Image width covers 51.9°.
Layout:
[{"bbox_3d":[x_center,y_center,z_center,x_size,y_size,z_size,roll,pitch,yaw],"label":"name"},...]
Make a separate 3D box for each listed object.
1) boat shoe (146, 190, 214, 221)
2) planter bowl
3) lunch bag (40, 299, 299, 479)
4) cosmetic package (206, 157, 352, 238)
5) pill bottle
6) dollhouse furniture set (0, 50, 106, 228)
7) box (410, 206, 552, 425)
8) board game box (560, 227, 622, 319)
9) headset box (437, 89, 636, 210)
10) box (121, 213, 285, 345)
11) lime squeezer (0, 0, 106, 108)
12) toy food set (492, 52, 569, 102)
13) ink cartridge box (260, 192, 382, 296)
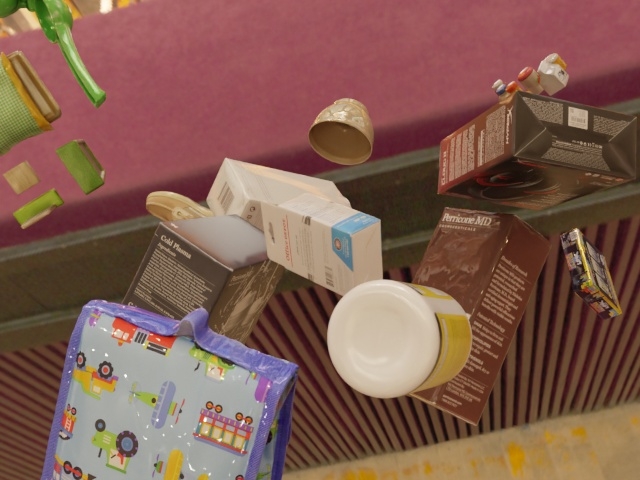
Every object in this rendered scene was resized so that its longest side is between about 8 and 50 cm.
[{"bbox_3d":[-0.397,-0.051,1.978,0.341,0.121,0.110,19,63,20],"label":"boat shoe"},{"bbox_3d":[0.062,-0.279,1.625,0.162,0.162,0.109,8,59,20],"label":"planter bowl"},{"bbox_3d":[-0.153,0.202,0.655,0.221,0.138,0.293,18,110,16],"label":"lunch bag"},{"bbox_3d":[-0.101,-0.086,1.870,0.156,0.385,0.217,-59,39,25],"label":"cosmetic package"},{"bbox_3d":[0.088,0.094,0.640,0.103,0.184,0.103,-4,81,26],"label":"pill bottle"},{"bbox_3d":[-0.576,-0.191,1.245,0.198,0.301,0.151,-33,18,-6],"label":"dollhouse furniture set"},{"bbox_3d":[0.271,0.136,1.274,0.191,0.143,0.381,10,71,56],"label":"box"},{"bbox_3d":[0.620,0.077,1.514,0.048,0.141,0.170,-30,38,32],"label":"board game box"},{"bbox_3d":[0.350,-0.137,1.131,0.218,0.293,0.110,9,79,-15],"label":"headset box"},{"bbox_3d":[-0.249,0.126,1.393,0.179,0.343,0.312,31,104,13],"label":"box"},{"bbox_3d":[-0.359,-0.251,0.751,0.310,0.059,0.110,26,69,1],"label":"lime squeezer"},{"bbox_3d":[0.432,-0.327,1.375,0.104,0.111,0.232,41,54,-14],"label":"toy food set"},{"bbox_3d":[0.000,0.000,0.916,0.060,0.104,0.180,-28,36,-36],"label":"ink cartridge box"}]
